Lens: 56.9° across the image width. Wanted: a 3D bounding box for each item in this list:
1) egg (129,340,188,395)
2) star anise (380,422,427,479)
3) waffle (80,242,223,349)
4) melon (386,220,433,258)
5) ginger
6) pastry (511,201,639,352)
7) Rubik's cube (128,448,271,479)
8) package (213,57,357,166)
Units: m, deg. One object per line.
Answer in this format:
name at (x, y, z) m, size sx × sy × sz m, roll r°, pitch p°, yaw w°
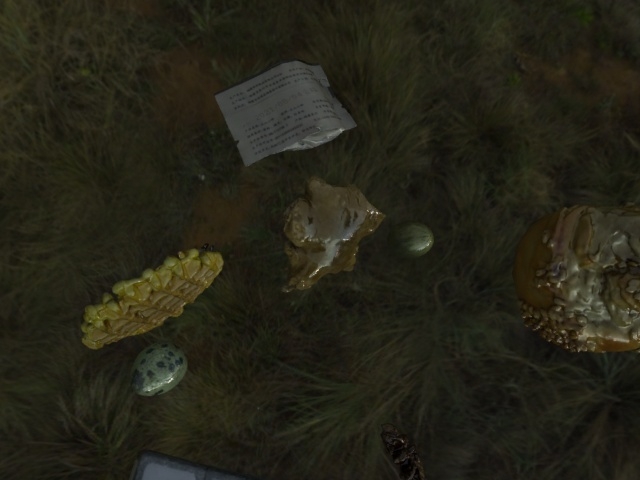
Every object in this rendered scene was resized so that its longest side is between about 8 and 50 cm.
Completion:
egg at (-0.466, 0.368, 1.693) m, size 0.141 × 0.141 × 0.181 m, roll 44°, pitch 49°, yaw 7°
star anise at (0.215, 0.544, 1.505) m, size 0.073 × 0.234 × 0.177 m, roll -32°, pitch 70°, yaw -1°
waffle at (-0.327, 0.115, 1.158) m, size 0.329 × 0.329 × 0.062 m, roll -34°, pitch 82°, yaw -14°
melon at (0.228, -0.002, 1.497) m, size 0.098 × 0.130 × 0.098 m, roll 4°, pitch 84°, yaw -45°
ginger at (0.000, 0.000, 1.225) m, size 0.218 × 0.123 × 0.270 m, roll 34°, pitch 89°, yaw -36°
pastry at (0.455, 0.066, 0.899) m, size 0.310 × 0.255 × 0.162 m, roll -2°, pitch 30°, yaw 18°
Rubik's cube at (-0.189, 0.517, 0.931) m, size 0.304 × 0.301 × 0.304 m, roll 18°, pitch 68°, yaw -13°
package at (-0.077, -0.281, 1.247) m, size 0.250 × 0.062 × 0.204 m, roll -21°, pitch 66°, yaw -12°
